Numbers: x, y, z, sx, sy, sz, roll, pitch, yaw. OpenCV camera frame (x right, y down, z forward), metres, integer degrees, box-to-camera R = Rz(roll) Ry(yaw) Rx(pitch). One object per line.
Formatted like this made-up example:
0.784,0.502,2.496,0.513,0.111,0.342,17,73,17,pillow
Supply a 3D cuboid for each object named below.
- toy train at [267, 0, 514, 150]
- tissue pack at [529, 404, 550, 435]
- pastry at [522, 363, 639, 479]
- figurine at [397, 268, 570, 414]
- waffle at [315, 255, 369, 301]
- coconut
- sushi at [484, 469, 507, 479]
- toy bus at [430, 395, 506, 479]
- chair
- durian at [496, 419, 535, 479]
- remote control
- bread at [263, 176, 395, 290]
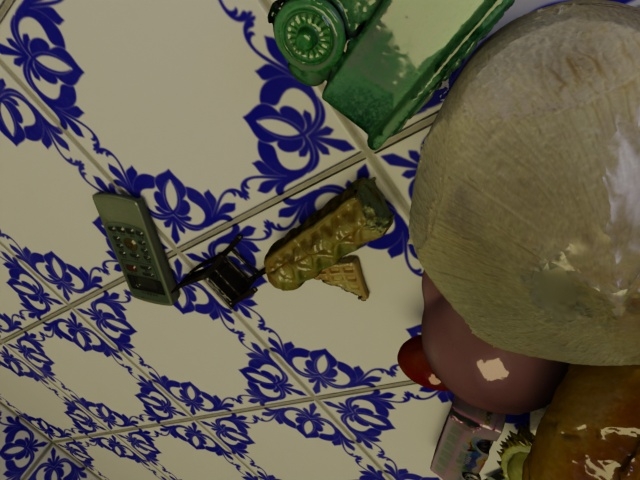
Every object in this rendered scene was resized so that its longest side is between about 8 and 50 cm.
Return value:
0.070,-0.258,0.542,0.202,0.145,0.266,35,133,-10,toy train
0.463,0.291,0.818,0.196,0.148,0.092,28,137,-1,tissue pack
0.384,0.232,0.606,0.164,0.356,0.356,27,142,44,pastry
0.263,0.155,0.721,0.269,0.211,0.261,-2,125,0,figurine
0.010,0.072,0.920,0.152,0.023,0.097,-2,125,23,waffle
0.257,-0.041,0.492,0.346,0.360,0.346,12,129,16,coconut
0.594,0.567,1.027,0.343,0.064,0.359,33,131,-1,sushi
0.312,0.426,1.036,0.112,0.090,0.274,20,132,20,toy bus
-0.204,0.084,0.984,0.101,0.084,0.212,47,130,-12,chair
0.442,0.452,0.911,0.172,0.166,0.306,-12,99,-8,durian
-0.391,0.022,1.042,0.123,0.038,0.285,9,130,18,remote control
0.000,0.001,0.811,0.269,0.087,0.098,-35,74,37,bread
